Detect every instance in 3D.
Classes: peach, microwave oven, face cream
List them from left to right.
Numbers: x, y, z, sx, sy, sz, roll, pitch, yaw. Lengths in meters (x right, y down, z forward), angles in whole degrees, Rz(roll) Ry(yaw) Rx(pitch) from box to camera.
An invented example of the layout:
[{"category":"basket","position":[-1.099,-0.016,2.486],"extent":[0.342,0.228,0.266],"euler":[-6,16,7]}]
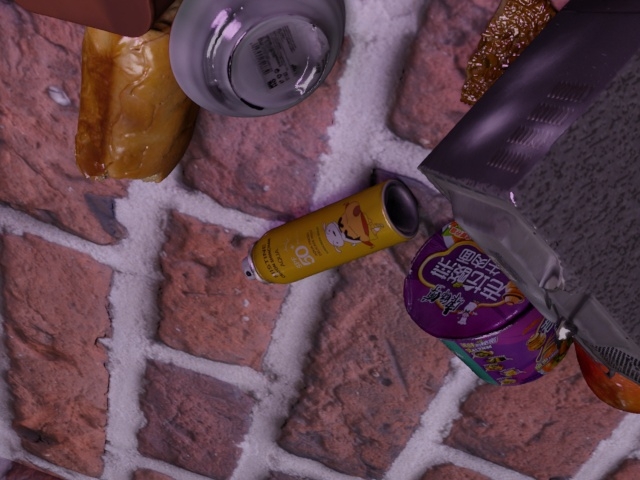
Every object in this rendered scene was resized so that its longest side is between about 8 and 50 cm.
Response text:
[{"category":"face cream","position":[0.000,0.000,1.611],"extent":[0.348,0.105,0.105],"euler":[-21,123,37]},{"category":"microwave oven","position":[0.395,-0.038,1.205],"extent":[0.432,0.374,0.236],"euler":[43,177,-23]},{"category":"peach","position":[0.505,0.156,1.488],"extent":[0.243,0.199,0.243],"euler":[0,111,1]}]

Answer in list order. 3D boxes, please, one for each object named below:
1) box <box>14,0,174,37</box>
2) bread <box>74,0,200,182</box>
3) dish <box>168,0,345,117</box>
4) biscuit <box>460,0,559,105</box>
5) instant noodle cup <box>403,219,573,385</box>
[{"category":"box","position":[-0.258,-0.460,1.123],"extent":[0.239,0.229,0.339],"euler":[18,140,22]},{"category":"bread","position":[-0.261,-0.221,1.428],"extent":[0.149,0.195,0.344],"euler":[36,140,14]},{"category":"dish","position":[-0.069,-0.257,1.284],"extent":[0.260,0.085,0.260],"euler":[-16,135,-17]},{"category":"biscuit","position":[0.272,-0.251,1.303],"extent":[0.126,0.025,0.206],"euler":[20,138,1]},{"category":"instant noodle cup","position":[0.285,0.104,1.521],"extent":[0.251,0.251,0.190],"euler":[-10,138,30]}]
